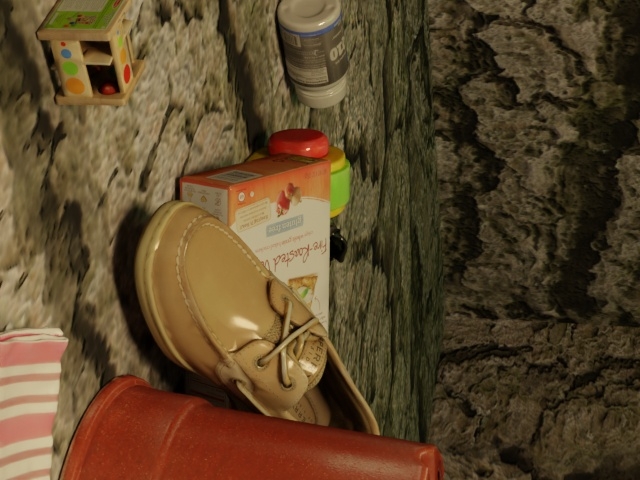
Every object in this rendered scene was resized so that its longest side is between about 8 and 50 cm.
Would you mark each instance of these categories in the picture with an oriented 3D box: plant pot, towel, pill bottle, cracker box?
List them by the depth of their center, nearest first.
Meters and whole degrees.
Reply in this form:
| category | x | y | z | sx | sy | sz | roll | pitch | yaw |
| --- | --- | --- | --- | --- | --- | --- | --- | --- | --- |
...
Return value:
| category | x | y | z | sx | sy | sz | roll | pitch | yaw |
| --- | --- | --- | --- | --- | --- | --- | --- | --- | --- |
| towel | -0.202 | 0.156 | 0.768 | 0.144 | 0.029 | 0.197 | -5 | 97 | -78 |
| plant pot | -0.042 | 0.253 | 0.981 | 0.272 | 0.265 | 0.272 | 3 | 90 | -79 |
| cracker box | -0.060 | 0.042 | 1.190 | 0.156 | 0.067 | 0.232 | -20 | 116 | -51 |
| pill bottle | -0.006 | -0.233 | 1.505 | 0.137 | 0.078 | 0.078 | 80 | 18 | -48 |

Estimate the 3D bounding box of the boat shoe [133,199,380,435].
| category | x | y | z | sx | sy | sz | roll | pitch | yaw |
| --- | --- | --- | --- | --- | --- | --- | --- | --- | --- |
| boat shoe | -0.042 | 0.088 | 1.069 | 0.341 | 0.110 | 0.121 | 56 | 50 | -44 |

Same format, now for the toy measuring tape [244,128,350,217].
| category | x | y | z | sx | sy | sz | roll | pitch | yaw |
| --- | --- | --- | --- | --- | --- | --- | --- | --- | --- |
| toy measuring tape | -0.035 | -0.045 | 1.324 | 0.330 | 0.121 | 0.121 | -59 | 150 | -66 |

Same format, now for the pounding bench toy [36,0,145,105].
| category | x | y | z | sx | sy | sz | roll | pitch | yaw |
| --- | --- | --- | --- | --- | --- | --- | --- | --- | --- |
| pounding bench toy | -0.155 | -0.140 | 0.868 | 0.083 | 0.052 | 0.065 | -74 | 163 | -48 |

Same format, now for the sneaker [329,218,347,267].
| category | x | y | z | sx | sy | sz | roll | pitch | yaw |
| --- | --- | --- | --- | --- | --- | --- | --- | --- | --- |
| sneaker | 0.000 | 0.000 | 1.587 | 0.188 | 0.078 | 0.067 | -74 | 162 | -51 |
